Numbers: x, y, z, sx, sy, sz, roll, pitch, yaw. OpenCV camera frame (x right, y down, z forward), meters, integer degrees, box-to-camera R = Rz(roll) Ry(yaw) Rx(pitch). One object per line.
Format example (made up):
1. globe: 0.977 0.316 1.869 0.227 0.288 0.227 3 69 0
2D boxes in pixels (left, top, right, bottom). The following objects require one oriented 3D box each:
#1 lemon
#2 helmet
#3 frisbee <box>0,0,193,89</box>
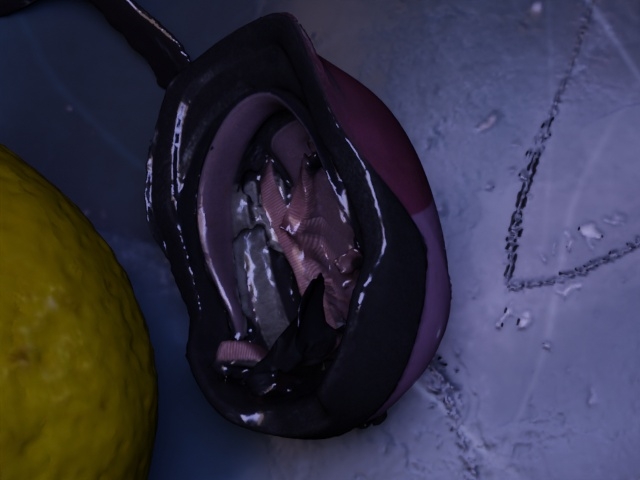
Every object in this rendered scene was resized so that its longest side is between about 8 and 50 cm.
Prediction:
1. lemon: -0.267 0.109 0.776 0.350 0.350 0.387 -31 81 4
2. helmet: 0.000 0.000 0.842 0.198 0.154 0.253 -23 63 44
3. frisbee: -0.156 -0.181 0.924 0.187 0.012 0.211 45 133 -4
